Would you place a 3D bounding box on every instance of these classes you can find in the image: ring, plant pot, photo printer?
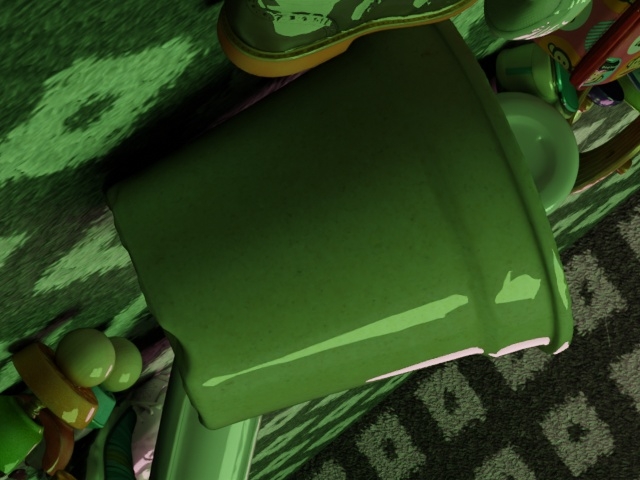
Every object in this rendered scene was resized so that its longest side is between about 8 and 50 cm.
[{"bbox_3d":[0.371,-0.183,1.990,0.336,0.032,0.336,-47,-163,19],"label":"ring"},{"bbox_3d":[0.440,-0.227,2.351,0.079,0.083,0.083,-50,167,11],"label":"plant pot"},{"bbox_3d":[0.000,0.000,1.420,0.306,0.333,0.334,-23,168,-6],"label":"plant pot"},{"bbox_3d":[-0.146,0.276,2.018,0.256,0.107,0.307,-106,-152,-74],"label":"photo printer"}]

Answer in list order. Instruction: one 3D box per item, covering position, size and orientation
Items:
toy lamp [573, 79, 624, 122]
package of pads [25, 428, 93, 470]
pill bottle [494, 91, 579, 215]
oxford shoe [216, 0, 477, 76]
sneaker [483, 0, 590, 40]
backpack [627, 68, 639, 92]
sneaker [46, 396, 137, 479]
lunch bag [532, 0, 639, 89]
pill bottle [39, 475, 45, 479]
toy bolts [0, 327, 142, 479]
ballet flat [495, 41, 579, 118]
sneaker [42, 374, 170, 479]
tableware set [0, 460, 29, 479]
[{"bbox_3d":[0.288,-0.127,2.283,0.275,0.080,0.080,-41,168,32],"label":"toy lamp"},{"bbox_3d":[-0.291,0.222,1.910,0.083,0.032,0.050,-41,171,12],"label":"package of pads"},{"bbox_3d":[0.192,-0.082,1.943,0.146,0.146,0.264,-34,-178,-9],"label":"pill bottle"},{"bbox_3d":[0.054,-0.206,1.195,0.271,0.097,0.098,-32,163,-20],"label":"oxford shoe"},{"bbox_3d":[0.189,-0.263,1.400,0.121,0.099,0.262,-17,152,-39],"label":"sneaker"},{"bbox_3d":[0.455,-0.229,2.262,0.084,0.114,0.105,-40,169,20],"label":"backpack"},{"bbox_3d":[-0.251,0.281,1.946,0.107,0.110,0.275,-39,-161,21],"label":"sneaker"},{"bbox_3d":[0.365,-0.292,1.737,0.293,0.120,0.258,-29,164,-44],"label":"lunch bag"},{"bbox_3d":[-0.264,0.323,2.376,0.229,0.131,0.131,-34,169,-11],"label":"pill bottle"},{"bbox_3d":[-0.236,0.187,1.761,0.158,0.218,0.228,-42,-173,0],"label":"toy bolts"},{"bbox_3d":[0.244,-0.182,1.955,0.086,0.086,0.248,-37,168,8],"label":"ballet flat"},{"bbox_3d":[-0.251,0.253,2.200,0.114,0.152,0.305,3,-177,32],"label":"sneaker"},{"bbox_3d":[-0.330,0.222,1.989,0.128,0.039,0.194,-39,171,-4],"label":"tableware set"}]
